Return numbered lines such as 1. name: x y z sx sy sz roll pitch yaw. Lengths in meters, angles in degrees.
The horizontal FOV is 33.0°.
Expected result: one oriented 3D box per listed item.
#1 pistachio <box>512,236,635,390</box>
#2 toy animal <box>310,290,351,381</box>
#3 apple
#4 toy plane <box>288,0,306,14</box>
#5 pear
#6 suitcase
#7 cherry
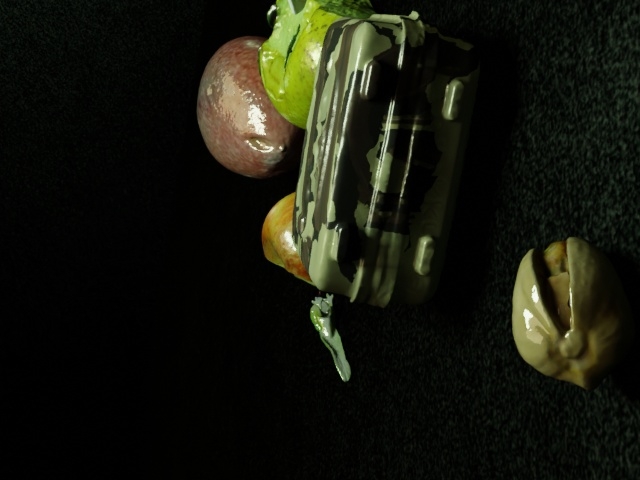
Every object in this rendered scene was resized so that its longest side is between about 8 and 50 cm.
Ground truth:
1. pistachio: 0.227 0.061 0.976 0.113 0.113 0.149 114 171 -46
2. toy animal: 0.013 0.135 1.739 0.217 0.041 0.075 -115 17 -57
3. apple: 0.000 0.000 1.610 0.195 0.173 0.160 -163 77 -69
4. toy plane: 0.029 -0.454 1.628 0.118 0.252 0.252 65 -166 -51
5. pear: 0.003 -0.262 1.715 0.255 0.164 0.238 -114 36 -57
6. suitcase: 0.077 -0.113 1.370 0.339 0.194 0.351 -125 44 -75
7. cherry: -0.107 -0.237 1.980 0.307 0.221 0.261 -129 39 -51
